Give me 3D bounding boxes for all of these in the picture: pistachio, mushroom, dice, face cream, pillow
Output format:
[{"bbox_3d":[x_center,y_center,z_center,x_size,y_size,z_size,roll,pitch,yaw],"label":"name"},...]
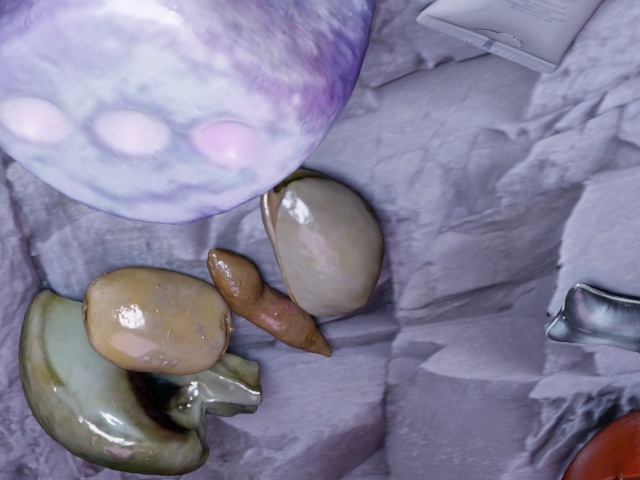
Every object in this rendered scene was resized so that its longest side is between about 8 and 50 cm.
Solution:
[{"bbox_3d":[0.000,0.000,1.959,0.124,0.124,0.185,-16,130,31],"label":"pistachio"},{"bbox_3d":[-0.230,0.211,2.251,0.292,0.212,0.217,11,142,-14],"label":"mushroom"},{"bbox_3d":[-0.134,-0.196,1.609,0.271,0.270,0.270,-26,129,39],"label":"dice"},{"bbox_3d":[0.203,-0.237,1.635,0.143,0.089,0.314,19,151,-13],"label":"face cream"},{"bbox_3d":[0.319,0.088,2.050,0.135,0.055,0.091,14,112,-9],"label":"pillow"}]

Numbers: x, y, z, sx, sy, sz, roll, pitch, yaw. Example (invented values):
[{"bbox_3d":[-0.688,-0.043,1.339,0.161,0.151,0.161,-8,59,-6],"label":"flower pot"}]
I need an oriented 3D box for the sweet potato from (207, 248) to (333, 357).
[{"bbox_3d":[-0.063,0.075,2.135,0.065,0.051,0.218,-7,143,42],"label":"sweet potato"}]

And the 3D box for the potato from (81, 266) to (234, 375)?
[{"bbox_3d":[-0.184,0.093,2.139,0.178,0.118,0.109,12,158,-14],"label":"potato"}]

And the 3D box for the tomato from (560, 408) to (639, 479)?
[{"bbox_3d":[0.438,0.293,2.225,0.338,0.144,0.338,9,147,6],"label":"tomato"}]
